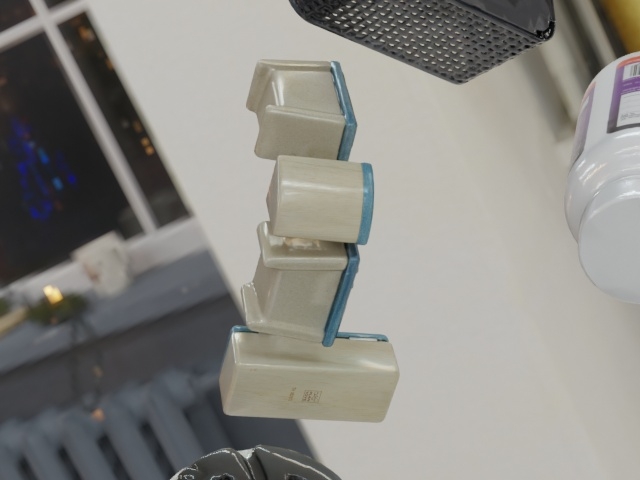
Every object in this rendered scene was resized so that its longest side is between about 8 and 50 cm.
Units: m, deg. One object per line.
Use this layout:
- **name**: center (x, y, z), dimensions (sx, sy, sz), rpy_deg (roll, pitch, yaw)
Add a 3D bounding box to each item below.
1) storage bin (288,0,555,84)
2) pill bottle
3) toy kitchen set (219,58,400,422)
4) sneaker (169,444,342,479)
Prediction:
- **storage bin**: center (0.068, -0.195, 1.067), dimensions (0.180, 0.122, 0.084), rpy_deg (18, -30, -39)
- **pill bottle**: center (0.219, -0.042, 1.045), dimensions (0.108, 0.108, 0.193), rpy_deg (-20, 23, 25)
- **toy kitchen set**: center (0.000, 0.000, 1.132), dimensions (0.122, 0.207, 0.166), rpy_deg (5, 38, -15)
- **sneaker**: center (-0.059, 0.202, 0.511), dimensions (0.271, 0.100, 0.108), rpy_deg (-61, -7, -18)
